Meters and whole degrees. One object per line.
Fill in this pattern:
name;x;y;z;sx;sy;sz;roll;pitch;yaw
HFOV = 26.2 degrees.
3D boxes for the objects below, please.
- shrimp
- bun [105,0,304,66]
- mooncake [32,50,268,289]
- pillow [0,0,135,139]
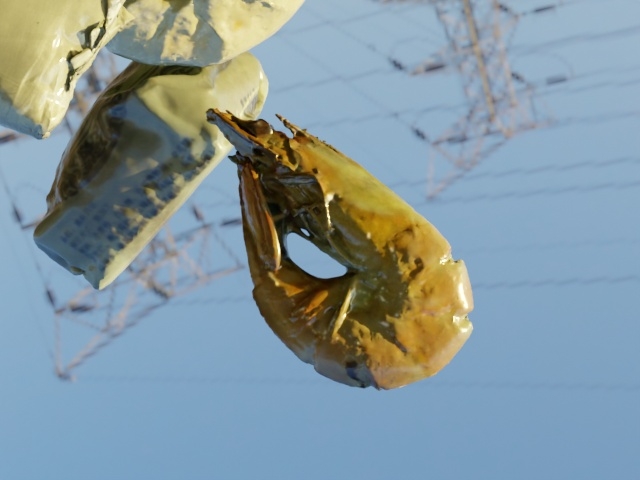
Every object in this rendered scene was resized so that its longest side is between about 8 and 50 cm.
shrimp;0.000;0.000;1.047;0.145;0.267;0.061;-40;176;-3
bun;-0.102;-0.237;1.058;0.222;0.222;0.127;-19;-178;-4
mooncake;-0.170;-0.101;1.385;0.254;0.136;0.250;-45;-169;27
pillow;-0.213;-0.151;0.837;0.134;0.181;0.078;-63;179;-24
